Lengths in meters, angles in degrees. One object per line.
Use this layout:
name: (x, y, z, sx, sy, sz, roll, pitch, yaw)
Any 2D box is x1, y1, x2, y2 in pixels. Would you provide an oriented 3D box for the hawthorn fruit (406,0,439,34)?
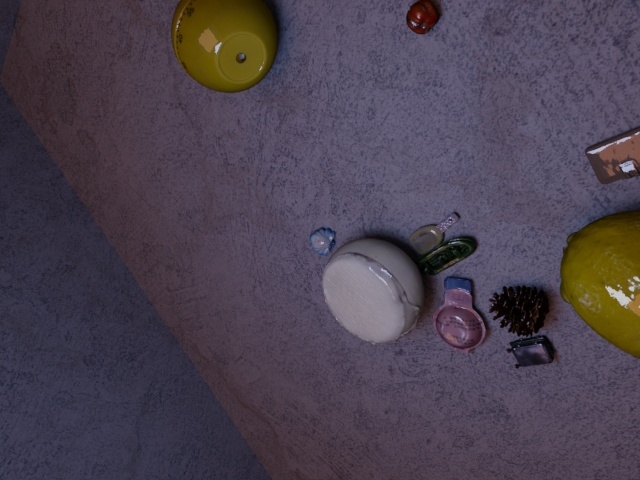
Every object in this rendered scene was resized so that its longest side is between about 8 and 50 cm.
hawthorn fruit: (0.284, -0.614, 1.261, 0.093, 0.093, 0.093, 15, 120, 28)

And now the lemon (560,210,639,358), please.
lemon: (0.768, 0.085, 1.115, 0.364, 0.364, 0.364, 15, 120, 28)

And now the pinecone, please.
pinecone: (0.601, 0.210, 1.403, 0.165, 0.163, 0.163, 13, 120, 41)

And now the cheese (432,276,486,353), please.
cheese: (0.473, 0.261, 1.568, 0.189, 0.074, 0.286, 3, 111, 33)

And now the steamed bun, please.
steamed bun: (0.197, 0.158, 1.595, 0.374, 0.241, 0.374, 21, 127, 29)

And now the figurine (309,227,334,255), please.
figurine: (0.000, 0.000, 1.769, 0.114, 0.079, 0.114, 4, 97, 38)

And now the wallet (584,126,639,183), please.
wallet: (0.768, -0.212, 1.153, 0.153, 0.039, 0.118, -21, 97, 43)

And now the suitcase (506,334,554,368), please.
suitcase: (0.683, 0.361, 1.481, 0.126, 0.059, 0.086, -24, 99, 40)

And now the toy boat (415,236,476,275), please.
toy boat: (0.413, 0.050, 1.505, 0.104, 0.052, 0.210, 39, 127, -24)

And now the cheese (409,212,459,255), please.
cheese: (0.381, -0.027, 1.512, 0.097, 0.037, 0.192, 46, 129, 4)

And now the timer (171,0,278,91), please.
timer: (-0.325, -0.686, 1.503, 0.387, 0.376, 0.376, 54, 135, 34)

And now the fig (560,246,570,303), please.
fig: (0.738, 0.103, 1.310, 0.093, 0.093, 0.166, 6, 96, 33)
